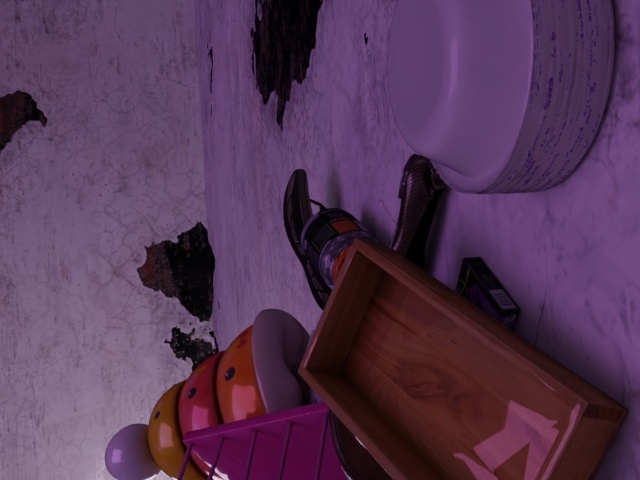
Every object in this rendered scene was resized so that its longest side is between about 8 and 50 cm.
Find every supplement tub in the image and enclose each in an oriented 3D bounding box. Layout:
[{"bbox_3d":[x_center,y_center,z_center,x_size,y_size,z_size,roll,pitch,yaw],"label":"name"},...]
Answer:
[{"bbox_3d":[0.042,0.022,1.370,0.190,0.117,0.117,-129,39,-65],"label":"supplement tub"}]

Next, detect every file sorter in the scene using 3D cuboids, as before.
[{"bbox_3d":[-0.068,0.409,1.254,0.202,0.290,0.182,53,-148,-33],"label":"file sorter"}]

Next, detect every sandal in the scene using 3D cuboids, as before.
[{"bbox_3d":[0.000,0.002,1.596,0.120,0.086,0.303,-36,73,65],"label":"sandal"}]

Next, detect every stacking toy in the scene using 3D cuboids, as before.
[{"bbox_3d":[-0.215,0.369,1.546,0.351,0.479,0.351,61,-167,-25],"label":"stacking toy"}]

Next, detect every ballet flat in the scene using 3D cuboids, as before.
[{"bbox_3d":[0.138,-0.004,1.138,0.084,0.058,0.250,-37,-40,-53],"label":"ballet flat"}]

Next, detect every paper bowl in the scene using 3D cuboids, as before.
[{"bbox_3d":[0.167,-0.190,0.845,0.284,0.148,0.284,176,90,-74],"label":"paper bowl"}]

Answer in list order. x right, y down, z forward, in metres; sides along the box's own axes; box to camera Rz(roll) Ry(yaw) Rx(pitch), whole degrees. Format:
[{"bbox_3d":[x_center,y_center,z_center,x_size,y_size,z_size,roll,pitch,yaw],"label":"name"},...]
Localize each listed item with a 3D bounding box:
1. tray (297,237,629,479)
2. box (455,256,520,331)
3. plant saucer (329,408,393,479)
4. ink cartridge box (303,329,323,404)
[{"bbox_3d":[0.130,0.168,0.905,0.411,0.076,0.203,38,109,54],"label":"tray"},{"bbox_3d":[0.197,0.119,1.001,0.116,0.029,0.162,-117,28,-55],"label":"box"},{"bbox_3d":[0.093,0.212,1.069,0.310,0.050,0.311,-29,55,54],"label":"plant saucer"},{"bbox_3d":[0.050,0.252,1.358,0.128,0.127,0.176,106,157,-49],"label":"ink cartridge box"}]
